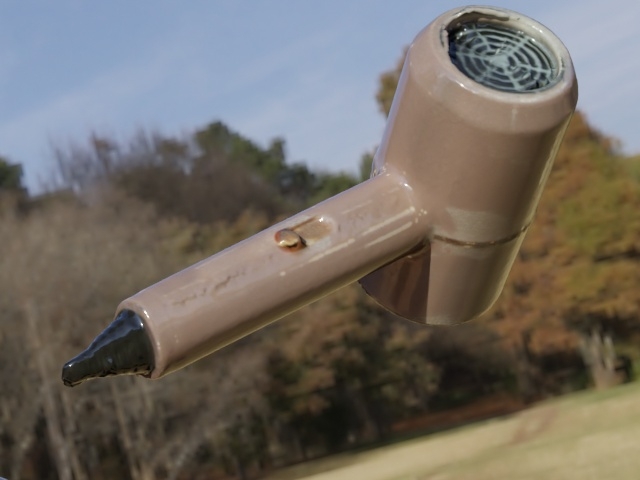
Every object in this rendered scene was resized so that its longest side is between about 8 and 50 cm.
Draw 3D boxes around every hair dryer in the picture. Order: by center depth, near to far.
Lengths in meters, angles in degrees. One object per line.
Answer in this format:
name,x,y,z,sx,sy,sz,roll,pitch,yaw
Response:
hair dryer,0.000,0.000,0.907,0.344,0.107,0.189,-28,-31,-35

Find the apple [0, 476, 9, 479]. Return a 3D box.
apple,-0.213,0.200,0.971,0.126,0.126,0.102,-19,23,29
